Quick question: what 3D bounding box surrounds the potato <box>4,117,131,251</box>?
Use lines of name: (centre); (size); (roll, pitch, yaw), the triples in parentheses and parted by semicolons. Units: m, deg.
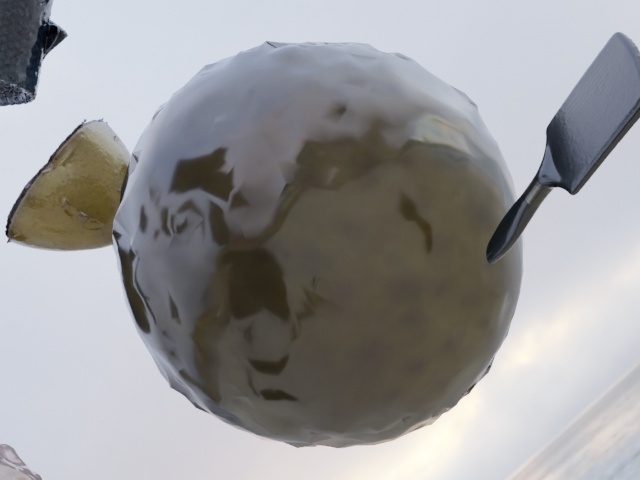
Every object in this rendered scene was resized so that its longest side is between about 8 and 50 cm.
potato: (-0.283, -0.045, 1.139); (0.182, 0.117, 0.202); (-54, 0, 14)

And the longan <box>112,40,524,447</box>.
longan: (0.000, 0.000, 0.879); (0.391, 0.391, 0.391); (-37, -19, -15)

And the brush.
brush: (0.156, -0.048, 0.605); (0.016, 0.063, 0.193); (10, -42, -19)

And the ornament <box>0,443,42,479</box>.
ornament: (-0.221, 0.190, 0.400); (0.259, 0.225, 0.259); (-20, -28, -11)

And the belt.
belt: (-0.277, -0.158, 0.629); (0.122, 0.218, 0.128); (16, -100, -57)
